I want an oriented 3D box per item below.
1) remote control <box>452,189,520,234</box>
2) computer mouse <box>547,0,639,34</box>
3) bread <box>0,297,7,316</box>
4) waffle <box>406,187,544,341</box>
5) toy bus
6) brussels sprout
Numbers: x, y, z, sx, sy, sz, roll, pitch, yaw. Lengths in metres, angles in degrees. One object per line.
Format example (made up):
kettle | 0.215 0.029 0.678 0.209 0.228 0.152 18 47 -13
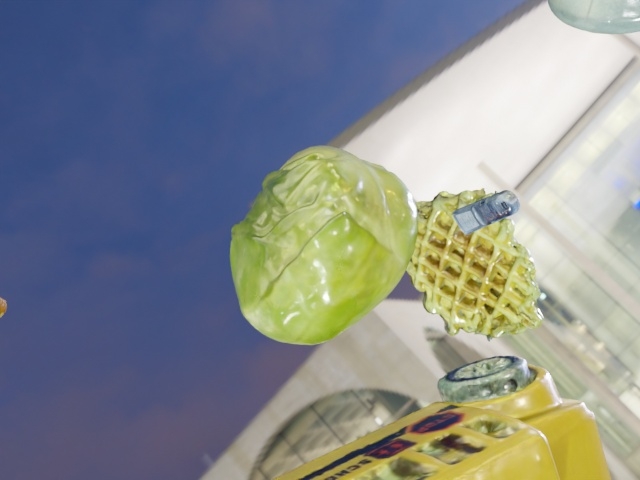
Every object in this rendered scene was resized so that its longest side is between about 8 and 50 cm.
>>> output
remote control | 0.250 -0.043 1.462 0.027 0.043 0.152 -40 5 -23
computer mouse | 0.414 -0.342 1.024 0.371 0.188 0.122 -23 -52 -5
bread | -0.526 0.099 1.505 0.047 0.036 0.083 -42 -27 -6
waffle | 0.272 0.045 1.757 0.073 0.297 0.317 -31 10 -35
toy bus | 0.016 0.161 0.453 0.335 0.121 0.123 -18 4 -29
brussels sprout | 0.000 0.000 1.435 0.328 0.328 0.247 -43 -62 0
